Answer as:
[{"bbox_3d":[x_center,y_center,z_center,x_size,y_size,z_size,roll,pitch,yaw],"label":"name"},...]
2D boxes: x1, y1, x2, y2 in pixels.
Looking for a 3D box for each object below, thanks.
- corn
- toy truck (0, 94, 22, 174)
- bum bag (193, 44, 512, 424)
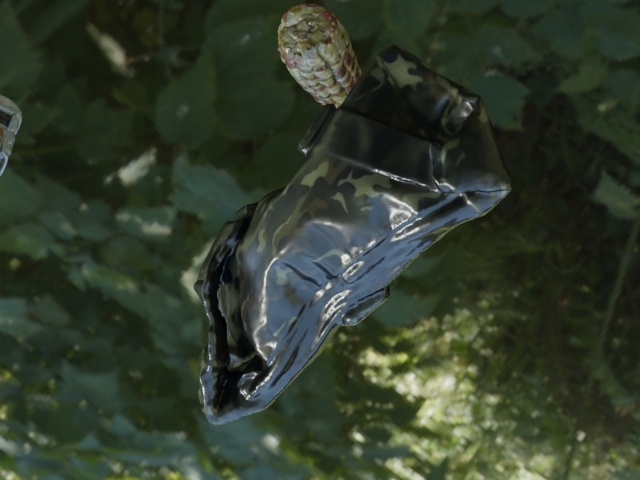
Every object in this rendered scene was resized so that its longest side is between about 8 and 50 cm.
[{"bbox_3d":[0.008,-0.199,1.331,0.079,0.079,0.237,34,180,16],"label":"corn"},{"bbox_3d":[-0.285,-0.099,0.880,0.123,0.063,0.052,25,152,-14],"label":"toy truck"},{"bbox_3d":[0.000,-0.001,0.597,0.069,0.102,0.248,26,131,-28],"label":"bum bag"}]
